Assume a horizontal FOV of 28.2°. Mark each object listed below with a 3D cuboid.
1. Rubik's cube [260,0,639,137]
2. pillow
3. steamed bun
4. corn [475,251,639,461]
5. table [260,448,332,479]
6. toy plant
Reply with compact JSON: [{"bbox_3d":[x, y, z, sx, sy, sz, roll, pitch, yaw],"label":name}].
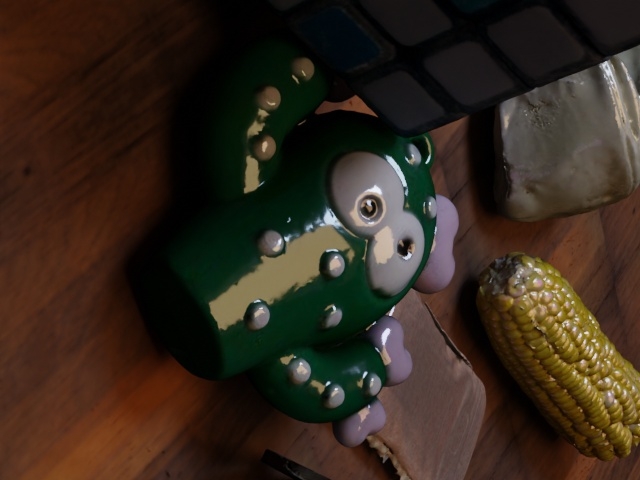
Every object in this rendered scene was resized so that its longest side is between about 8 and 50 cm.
[{"bbox_3d":[0.095,-0.277,0.709,0.287,0.292,0.293,42,54,-23],"label":"Rubik's cube"},{"bbox_3d":[0.075,0.121,0.990,0.211,0.034,0.135,56,46,-42],"label":"pillow"},{"bbox_3d":[0.242,-0.124,1.103,0.218,0.144,0.211,-10,101,-54],"label":"steamed bun"},{"bbox_3d":[0.219,0.105,1.133,0.291,0.101,0.101,51,53,-44],"label":"corn"},{"bbox_3d":[0.057,0.324,0.839,0.317,0.317,0.249,39,75,-49],"label":"table"},{"bbox_3d":[-0.001,-0.005,0.806,0.232,0.113,0.243,44,61,-34],"label":"toy plant"}]
